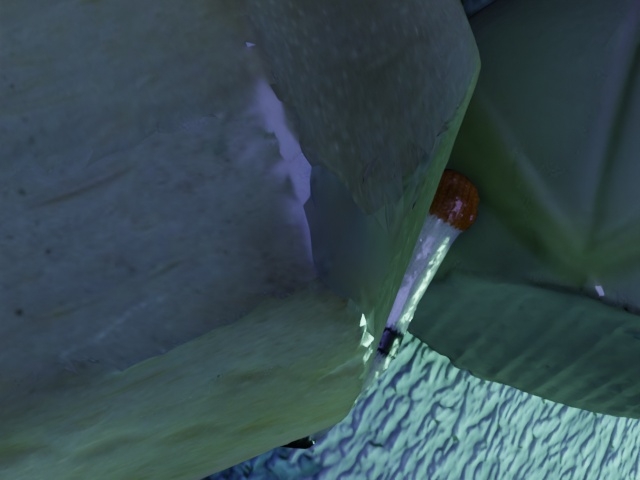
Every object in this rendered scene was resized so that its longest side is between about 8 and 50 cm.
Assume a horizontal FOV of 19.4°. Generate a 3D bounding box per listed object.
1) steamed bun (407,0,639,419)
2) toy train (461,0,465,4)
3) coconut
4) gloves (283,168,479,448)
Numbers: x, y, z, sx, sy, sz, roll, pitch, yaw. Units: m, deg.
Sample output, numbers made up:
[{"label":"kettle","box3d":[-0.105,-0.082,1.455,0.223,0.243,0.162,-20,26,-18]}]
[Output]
[{"label":"steamed bun","box3d":[0.192,-0.054,1.156,0.309,0.309,0.309,-13,107,-50]},{"label":"toy train","box3d":[0.061,-0.175,1.159,0.103,0.044,0.064,11,91,-50]},{"label":"coconut","box3d":[-0.101,-0.056,0.767,0.353,0.353,0.352,-13,107,-50]},{"label":"gloves","box3d":[-0.012,-0.004,1.022,0.131,0.140,0.218,15,93,-47]}]
